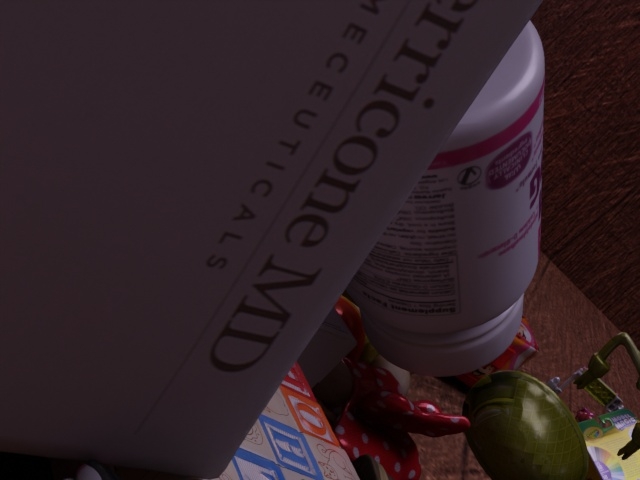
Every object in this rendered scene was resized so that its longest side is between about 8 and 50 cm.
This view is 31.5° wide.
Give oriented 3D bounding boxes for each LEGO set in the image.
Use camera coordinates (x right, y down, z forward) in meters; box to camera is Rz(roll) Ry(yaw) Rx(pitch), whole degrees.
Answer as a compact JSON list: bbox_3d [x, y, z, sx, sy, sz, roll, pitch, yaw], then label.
[{"bbox_3d":[0.307,0.216,1.439,0.287,0.107,0.132,34,18,-38],"label":"LEGO set"}]

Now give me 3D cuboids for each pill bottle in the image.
[{"bbox_3d":[0.083,-0.033,0.841,0.160,0.160,0.283,57,-14,39],"label":"pill bottle"}]

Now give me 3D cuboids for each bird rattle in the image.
[{"bbox_3d":[0.020,0.111,0.999,0.207,0.143,0.253,33,28,-1],"label":"bird rattle"}]

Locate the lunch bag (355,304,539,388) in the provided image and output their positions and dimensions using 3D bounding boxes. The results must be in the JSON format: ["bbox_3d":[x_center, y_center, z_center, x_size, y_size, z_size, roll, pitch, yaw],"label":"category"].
[{"bbox_3d":[0.138,0.061,1.372,0.293,0.120,0.258,34,18,-38],"label":"lunch bag"}]

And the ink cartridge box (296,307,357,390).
[{"bbox_3d":[-0.049,0.060,0.892,0.056,0.099,0.135,26,22,-48],"label":"ink cartridge box"}]

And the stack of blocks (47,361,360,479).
[{"bbox_3d":[-0.075,0.115,0.686,0.171,0.087,0.297,32,19,-41],"label":"stack of blocks"}]

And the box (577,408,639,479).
[{"bbox_3d":[0.370,0.294,1.363,0.105,0.043,0.179,-9,65,-31],"label":"box"}]

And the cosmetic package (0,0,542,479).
[{"bbox_3d":[-0.177,-0.143,0.491,0.394,0.329,0.327,16,28,-35],"label":"cosmetic package"}]

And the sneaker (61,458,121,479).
[{"bbox_3d":[-0.092,0.189,0.490,0.072,0.077,0.178,113,-47,-82],"label":"sneaker"}]

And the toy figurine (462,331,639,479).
[{"bbox_3d":[0.234,0.280,0.882,0.362,0.191,0.217,60,29,-4],"label":"toy figurine"}]

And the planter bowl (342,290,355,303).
[{"bbox_3d":[0.000,0.000,1.147,0.217,0.090,0.217,48,-18,20],"label":"planter bowl"}]

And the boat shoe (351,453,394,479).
[{"bbox_3d":[0.050,0.218,0.799,0.060,0.064,0.178,39,13,-17],"label":"boat shoe"}]
